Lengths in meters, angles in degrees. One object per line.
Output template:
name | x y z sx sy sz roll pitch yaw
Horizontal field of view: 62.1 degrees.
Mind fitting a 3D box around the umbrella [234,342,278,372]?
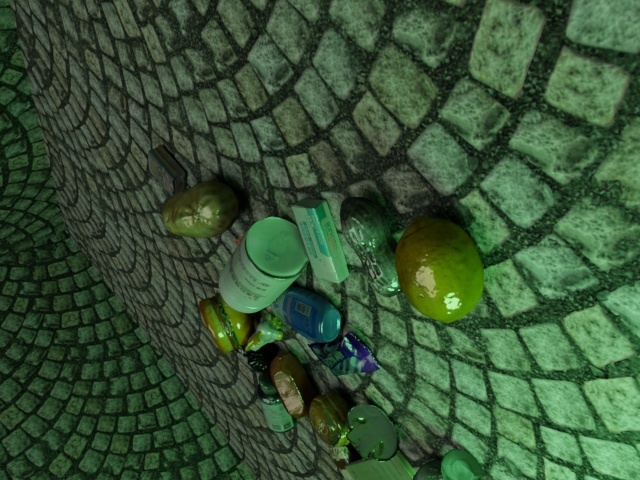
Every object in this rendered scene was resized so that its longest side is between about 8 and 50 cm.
umbrella | -0.251 0.427 2.053 0.272 0.122 0.110 20 112 55

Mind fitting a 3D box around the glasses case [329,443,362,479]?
glasses case | 0.144 0.870 1.955 0.321 0.082 0.122 55 149 2

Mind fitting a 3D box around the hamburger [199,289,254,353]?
hamburger | -0.339 0.294 1.991 0.246 0.170 0.246 156 90 -81

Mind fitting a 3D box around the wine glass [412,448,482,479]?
wine glass | 0.339 0.664 1.467 0.126 0.126 0.241 45 144 17

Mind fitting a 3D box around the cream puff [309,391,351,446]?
cream puff | 0.051 0.599 1.791 0.189 0.129 0.189 38 140 41

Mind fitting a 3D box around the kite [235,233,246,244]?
kite | -0.218 0.013 1.737 0.222 0.008 0.125 35 140 30

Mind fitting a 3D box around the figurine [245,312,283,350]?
figurine | -0.210 0.342 1.906 0.109 0.130 0.178 49 147 6

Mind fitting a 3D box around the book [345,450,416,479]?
book | 0.226 0.818 1.788 0.215 0.025 0.283 54 134 1

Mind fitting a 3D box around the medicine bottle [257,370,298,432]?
medicine bottle | -0.169 0.621 2.083 0.141 0.141 0.293 30 143 36

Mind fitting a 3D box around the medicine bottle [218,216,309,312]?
medicine bottle | -0.175 0.084 1.564 0.190 0.190 0.332 52 147 6

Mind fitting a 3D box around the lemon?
lemon | 0.227 0.054 1.027 0.170 0.170 0.207 -3 110 54

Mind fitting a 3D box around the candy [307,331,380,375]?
candy | 0.065 0.349 1.607 0.145 0.070 0.275 51 145 -6

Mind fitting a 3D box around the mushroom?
mushroom | 0.157 0.597 1.647 0.188 0.141 0.117 48 170 17

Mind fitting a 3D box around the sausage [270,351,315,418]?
sausage | -0.098 0.524 1.925 0.133 0.133 0.258 -9 109 56

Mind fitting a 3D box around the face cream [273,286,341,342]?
face cream | -0.049 0.220 1.612 0.264 0.083 0.149 18 113 49

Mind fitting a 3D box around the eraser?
eraser | 0.000 0.000 1.387 0.096 0.052 0.225 9 124 47

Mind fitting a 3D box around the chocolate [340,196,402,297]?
chocolate | 0.123 0.012 1.183 0.110 0.110 0.248 -13 111 57

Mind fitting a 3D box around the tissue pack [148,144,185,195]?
tissue pack | -0.544 -0.244 1.884 0.155 0.065 0.115 45 149 15

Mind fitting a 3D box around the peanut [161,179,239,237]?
peanut | -0.394 -0.089 1.704 0.387 0.192 0.169 -7 120 55
